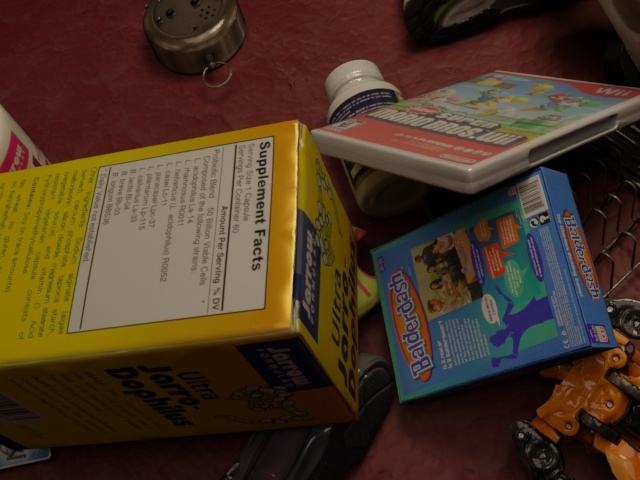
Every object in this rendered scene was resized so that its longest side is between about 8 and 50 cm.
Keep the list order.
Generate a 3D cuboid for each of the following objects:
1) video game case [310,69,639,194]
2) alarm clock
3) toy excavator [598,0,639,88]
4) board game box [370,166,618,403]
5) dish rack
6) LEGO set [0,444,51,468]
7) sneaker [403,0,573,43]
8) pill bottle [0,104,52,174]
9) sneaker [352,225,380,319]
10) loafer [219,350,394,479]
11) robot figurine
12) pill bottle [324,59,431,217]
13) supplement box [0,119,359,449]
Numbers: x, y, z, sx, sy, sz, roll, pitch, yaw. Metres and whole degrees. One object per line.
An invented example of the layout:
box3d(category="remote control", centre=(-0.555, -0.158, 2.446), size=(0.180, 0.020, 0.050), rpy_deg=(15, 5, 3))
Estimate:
box3d(category="video game case", centre=(0.162, -0.117, 0.772), size=(0.285, 0.025, 0.204), rpy_deg=(-23, 29, -34))
box3d(category="alarm clock", centre=(-0.160, -0.272, 1.030), size=(0.129, 0.064, 0.192), rpy_deg=(-25, 64, -3))
box3d(category="toy excavator", centre=(0.514, -0.274, 0.773), size=(0.445, 0.222, 0.433), rpy_deg=(-33, 96, 4))
box3d(category="board game box", centre=(0.147, 0.049, 0.724), size=(0.210, 0.047, 0.160), rpy_deg=(-27, 65, 42))
box3d(category="dish rack", centre=(0.267, -0.047, 0.820), size=(0.271, 0.074, 0.208), rpy_deg=(-40, 63, -11))
box3d(category="LEGO set", centre=(-0.350, 0.160, 0.860), size=(0.244, 0.060, 0.182), rpy_deg=(-13, 73, 5))
box3d(category="sneaker", centre=(0.232, -0.351, 0.971), size=(0.300, 0.111, 0.121), rpy_deg=(-16, 57, 0))
box3d(category="pill bottle", centre=(-0.375, -0.063, 0.832), size=(0.160, 0.283, 0.160), rpy_deg=(-5, 62, 9))
box3d(category="sneaker", centre=(0.000, 0.000, 0.848), size=(0.094, 0.081, 0.208), rpy_deg=(-28, 71, -6))
box3d(category="loafer", centre=(-0.043, 0.225, 0.733), size=(0.095, 0.109, 0.302), rpy_deg=(17, 59, 38))
box3d(category="robot figurine", centre=(0.310, 0.183, 0.666), size=(0.291, 0.085, 0.211), rpy_deg=(36, 96, 25))
box3d(category="pill bottle", centre=(0.061, -0.119, 0.885), size=(0.094, 0.094, 0.169), rpy_deg=(-20, 61, 0))
box3d(category="supplement box", centre=(-0.158, 0.054, 0.702), size=(0.356, 0.195, 0.194), rpy_deg=(-8, 57, 14))
